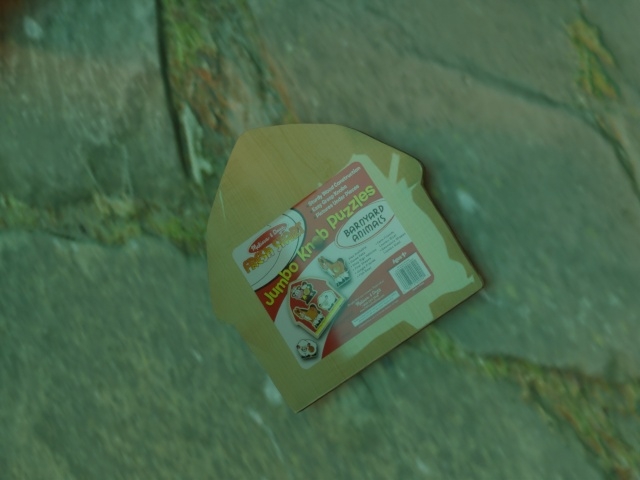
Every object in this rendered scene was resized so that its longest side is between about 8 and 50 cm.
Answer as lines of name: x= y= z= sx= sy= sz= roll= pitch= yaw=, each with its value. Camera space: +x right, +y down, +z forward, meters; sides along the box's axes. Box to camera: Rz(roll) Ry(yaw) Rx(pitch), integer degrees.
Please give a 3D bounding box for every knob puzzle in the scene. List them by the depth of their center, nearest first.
knob puzzle: x=0.000 y=0.000 z=1.020 sx=0.213 sy=0.030 sz=0.213 roll=0 pitch=90 yaw=20
